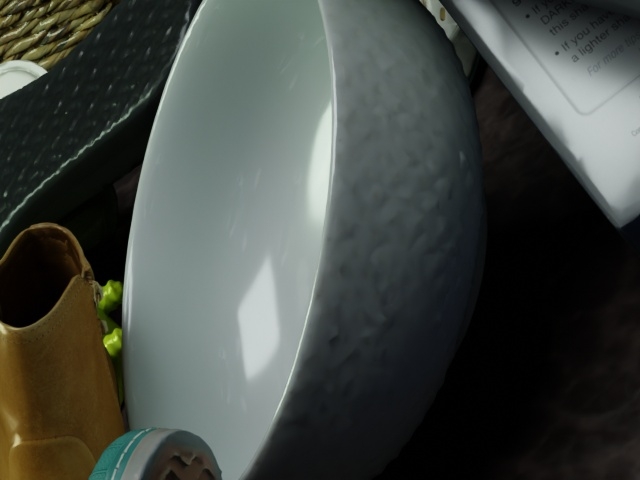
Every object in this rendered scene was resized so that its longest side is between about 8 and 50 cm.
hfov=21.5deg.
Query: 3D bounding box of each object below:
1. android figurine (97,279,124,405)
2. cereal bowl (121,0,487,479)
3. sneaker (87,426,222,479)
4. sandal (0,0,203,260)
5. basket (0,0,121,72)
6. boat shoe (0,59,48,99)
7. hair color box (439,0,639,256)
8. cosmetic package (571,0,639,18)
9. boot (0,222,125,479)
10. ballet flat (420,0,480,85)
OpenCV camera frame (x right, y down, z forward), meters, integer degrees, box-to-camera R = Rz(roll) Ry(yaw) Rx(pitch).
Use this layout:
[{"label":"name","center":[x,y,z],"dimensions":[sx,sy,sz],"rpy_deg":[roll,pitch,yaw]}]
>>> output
[{"label":"android figurine","center":[-0.243,0.133,1.257],"dimensions":[0.273,0.056,0.248],"rpy_deg":[-37,32,15]},{"label":"cereal bowl","center":[0.000,0.000,0.989],"dimensions":[0.339,0.141,0.339],"rpy_deg":[-171,90,-68]},{"label":"sneaker","center":[-0.135,0.237,0.857],"dimensions":[0.121,0.108,0.302],"rpy_deg":[9,83,34]},{"label":"sandal","center":[-0.182,-0.052,1.284],"dimensions":[0.446,0.107,0.167],"rpy_deg":[-29,46,46]},{"label":"basket","center":[-0.297,-0.244,1.606],"dimensions":[0.299,0.223,0.213],"rpy_deg":[-25,36,30]},{"label":"boat shoe","center":[-0.330,-0.022,1.506],"dimensions":[0.109,0.091,0.305],"rpy_deg":[39,86,20]},{"label":"hair color box","center":[0.146,-0.187,0.960],"dimensions":[0.185,0.113,0.374],"rpy_deg":[-38,65,9]},{"label":"cosmetic package","center":[0.141,-0.223,0.823],"dimensions":[0.365,0.155,0.197],"rpy_deg":[18,84,24]},{"label":"boot","center":[-0.162,0.140,0.990],"dimensions":[0.104,0.211,0.295],"rpy_deg":[-7,35,-4]},{"label":"ballet flat","center":[0.088,-0.175,1.227],"dimensions":[0.072,0.068,0.213],"rpy_deg":[-11,45,43]}]
